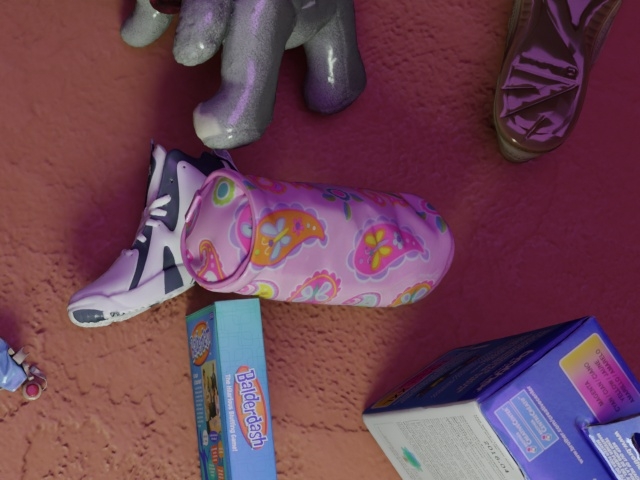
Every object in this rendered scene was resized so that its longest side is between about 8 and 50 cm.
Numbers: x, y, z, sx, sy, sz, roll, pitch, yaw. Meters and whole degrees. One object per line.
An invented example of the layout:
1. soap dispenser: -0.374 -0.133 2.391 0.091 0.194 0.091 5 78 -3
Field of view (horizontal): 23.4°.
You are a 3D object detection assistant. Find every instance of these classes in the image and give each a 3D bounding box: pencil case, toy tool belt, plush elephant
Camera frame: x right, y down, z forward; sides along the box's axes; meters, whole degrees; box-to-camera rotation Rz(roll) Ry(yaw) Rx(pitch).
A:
1. pencil case: 0.000 0.000 1.516 0.284 0.124 0.124 4 80 -43
2. toy tool belt: -0.305 0.126 1.508 0.083 0.051 0.052 42 75 -6
3. plush elephant: -0.118 -0.271 1.525 0.272 0.255 0.330 -36 133 -53

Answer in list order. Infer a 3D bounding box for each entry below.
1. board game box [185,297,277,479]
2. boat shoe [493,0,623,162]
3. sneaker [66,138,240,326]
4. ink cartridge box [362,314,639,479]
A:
1. board game box: -0.087 0.168 1.502 0.047 0.160 0.210 -5 84 -15
2. boat shoe: 0.259 -0.249 1.676 0.122 0.110 0.341 22 81 1
3. sneaker: -0.167 -0.018 1.542 0.235 0.094 0.153 -25 88 -16
4. ink cartridge box: 0.221 0.227 1.450 0.151 0.395 0.270 -35 92 -16
